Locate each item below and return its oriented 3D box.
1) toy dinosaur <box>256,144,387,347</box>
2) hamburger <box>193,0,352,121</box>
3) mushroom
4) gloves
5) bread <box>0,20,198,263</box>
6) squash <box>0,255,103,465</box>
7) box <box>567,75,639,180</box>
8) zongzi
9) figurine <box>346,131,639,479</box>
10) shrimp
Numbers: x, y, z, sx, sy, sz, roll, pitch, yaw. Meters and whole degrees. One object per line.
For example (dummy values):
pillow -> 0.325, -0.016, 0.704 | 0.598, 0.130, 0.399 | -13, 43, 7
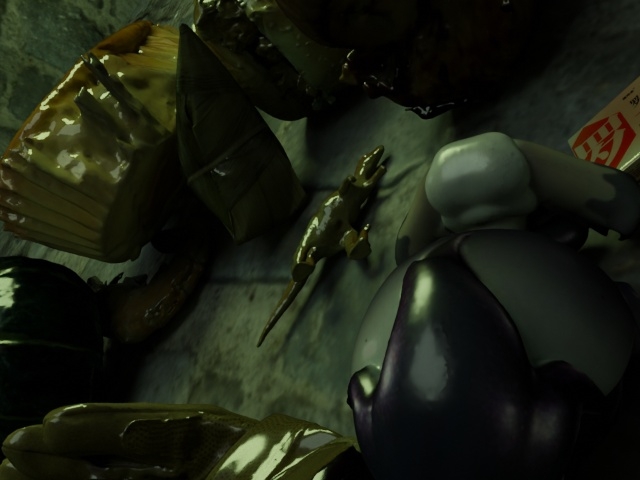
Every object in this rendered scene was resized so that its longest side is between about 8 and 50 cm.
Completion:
toy dinosaur -> 0.000, 0.000, 0.738 | 0.162, 0.039, 0.126 | -47, 16, 30
hamburger -> -0.035, -0.232, 0.900 | 0.122, 0.189, 0.215 | -29, 34, 29
mushroom -> 0.077, -0.234, 0.641 | 0.195, 0.263, 0.283 | 24, 114, 39
gloves -> -0.078, 0.176, 0.544 | 0.331, 0.141, 0.154 | -11, 75, 44
bread -> -0.231, -0.121, 1.025 | 0.389, 0.183, 0.236 | -65, -1, -67
squash -> -0.329, 0.140, 0.963 | 0.252, 0.165, 0.252 | -19, 66, 52
box -> 0.186, -0.069, 0.503 | 0.093, 0.015, 0.058 | -43, 30, 24
zongzi -> -0.113, -0.115, 0.883 | 0.094, 0.204, 0.205 | -31, 20, -11
figurine -> 0.083, 0.041, 0.422 | 0.145, 0.145, 0.222 | -34, 32, 40
shrimp -> -0.197, 0.039, 1.023 | 0.173, 0.058, 0.253 | -54, 25, -12
